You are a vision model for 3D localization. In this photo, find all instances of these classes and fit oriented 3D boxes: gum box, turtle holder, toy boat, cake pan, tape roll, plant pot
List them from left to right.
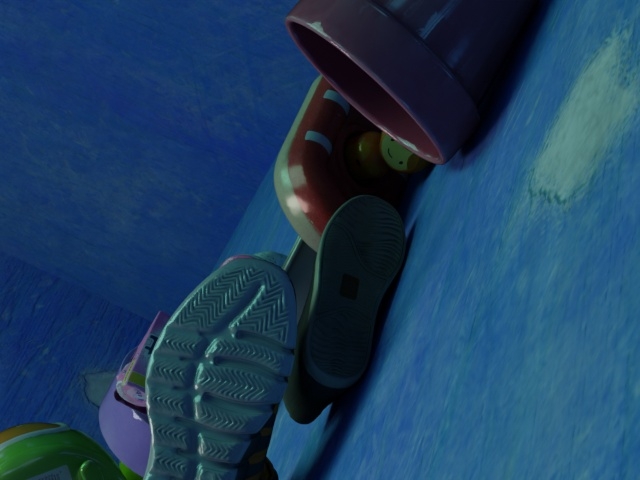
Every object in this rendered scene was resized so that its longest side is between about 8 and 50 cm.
[{"bbox_3d":[-0.363,0.390,1.905,0.243,0.320,0.227,-46,30,-5],"label":"turtle holder"},{"bbox_3d":[-0.182,0.221,1.770,0.080,0.189,0.189,-60,8,33],"label":"tape roll"},{"bbox_3d":[-0.146,0.174,1.665,0.062,0.188,0.107,-53,12,57],"label":"gum box"},{"bbox_3d":[0.000,0.000,1.672,0.293,0.054,0.293,-63,1,2],"label":"cake pan"},{"bbox_3d":[0.056,-0.088,1.450,0.151,0.151,0.231,-15,41,41],"label":"toy boat"},{"bbox_3d":[0.098,-0.201,1.279,0.180,0.201,0.201,-49,6,-4],"label":"plant pot"}]

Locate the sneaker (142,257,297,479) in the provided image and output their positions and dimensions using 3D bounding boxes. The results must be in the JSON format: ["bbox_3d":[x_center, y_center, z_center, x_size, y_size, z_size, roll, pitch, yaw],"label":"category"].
[{"bbox_3d":[-0.091,0.172,1.286,0.180,0.125,0.321,17,-89,-78],"label":"sneaker"}]

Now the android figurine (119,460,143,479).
[{"bbox_3d":[-0.235,0.337,1.950,0.248,0.056,0.272,-11,69,61],"label":"android figurine"}]

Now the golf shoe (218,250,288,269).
[{"bbox_3d":[-0.114,0.148,1.988,0.140,0.115,0.306,-24,-36,-58],"label":"golf shoe"}]

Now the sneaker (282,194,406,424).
[{"bbox_3d":[0.012,0.063,1.330,0.118,0.083,0.222,124,168,-54],"label":"sneaker"}]
